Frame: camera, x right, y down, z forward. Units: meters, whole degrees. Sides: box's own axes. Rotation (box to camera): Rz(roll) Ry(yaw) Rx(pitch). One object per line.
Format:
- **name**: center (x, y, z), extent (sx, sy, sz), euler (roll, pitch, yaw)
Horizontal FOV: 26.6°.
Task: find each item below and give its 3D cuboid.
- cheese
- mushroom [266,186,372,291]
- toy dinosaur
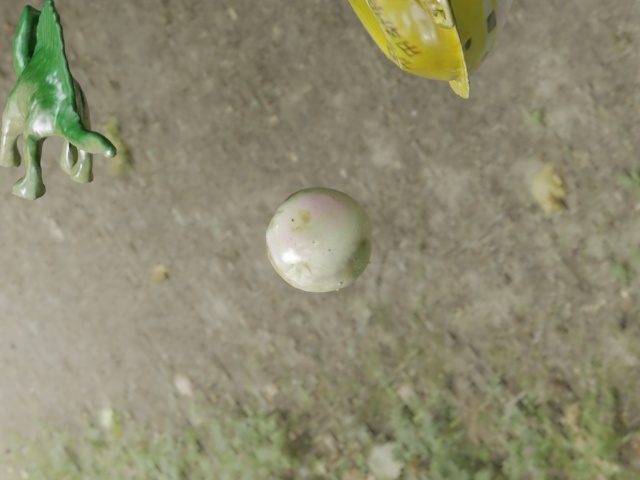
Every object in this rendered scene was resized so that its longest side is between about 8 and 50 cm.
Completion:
- **cheese**: center (0.027, -0.139, 0.534), extent (0.250, 0.064, 0.156), euler (-105, -3, -68)
- **mushroom**: center (0.000, 0.000, 1.043), extent (0.083, 0.083, 0.067), euler (49, 173, 15)
- **toy dinosaur**: center (-0.084, -0.045, 0.427), extent (0.120, 0.029, 0.060), euler (-148, 57, -68)
